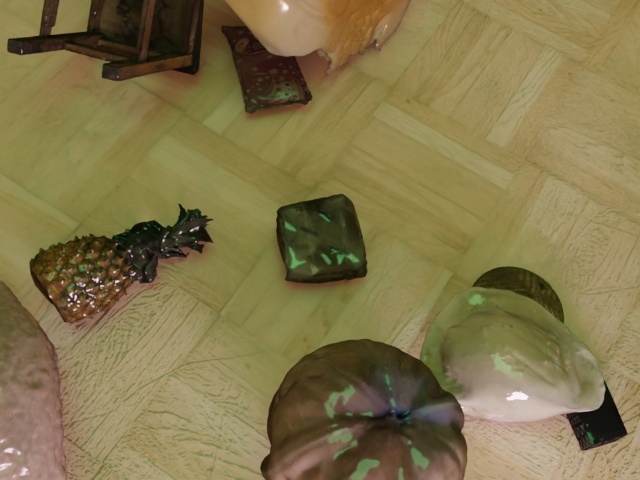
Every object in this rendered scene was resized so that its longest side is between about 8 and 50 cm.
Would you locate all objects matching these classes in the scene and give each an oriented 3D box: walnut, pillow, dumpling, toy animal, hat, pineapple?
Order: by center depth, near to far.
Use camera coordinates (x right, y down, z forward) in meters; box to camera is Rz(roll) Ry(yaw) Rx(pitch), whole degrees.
[{"bbox_3d":[-0.424,0.198,0.913,0.226,0.188,0.359,-8,63,-16],"label":"toy animal"},{"bbox_3d":[0.047,0.242,0.914,0.248,0.248,0.249,2,62,-4],"label":"walnut"},{"bbox_3d":[0.254,0.151,1.032,0.251,0.131,0.180,4,59,4],"label":"dumpling"},{"bbox_3d":[-0.267,0.019,1.074,0.251,0.125,0.125,-27,68,-24],"label":"pineapple"},{"bbox_3d":[0.289,0.089,1.107,0.145,0.067,0.146,2,62,-4],"label":"hat"},{"bbox_3d":[-0.090,-0.290,1.283,0.118,0.043,0.185,-12,67,-8],"label":"pillow"}]

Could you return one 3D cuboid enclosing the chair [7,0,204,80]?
[{"bbox_3d":[-0.273,-0.391,1.240,0.203,0.416,0.241,15,105,15],"label":"chair"}]

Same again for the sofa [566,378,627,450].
[{"bbox_3d":[0.366,0.222,1.061,0.060,0.039,0.118,-13,65,-11],"label":"sofa"}]

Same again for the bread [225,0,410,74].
[{"bbox_3d":[0.025,-0.448,1.217,0.424,0.245,0.329,-31,102,-46],"label":"bread"}]

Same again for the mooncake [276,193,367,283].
[{"bbox_3d":[0.000,0.000,1.122,0.125,0.073,0.130,-5,64,-11],"label":"mooncake"}]
